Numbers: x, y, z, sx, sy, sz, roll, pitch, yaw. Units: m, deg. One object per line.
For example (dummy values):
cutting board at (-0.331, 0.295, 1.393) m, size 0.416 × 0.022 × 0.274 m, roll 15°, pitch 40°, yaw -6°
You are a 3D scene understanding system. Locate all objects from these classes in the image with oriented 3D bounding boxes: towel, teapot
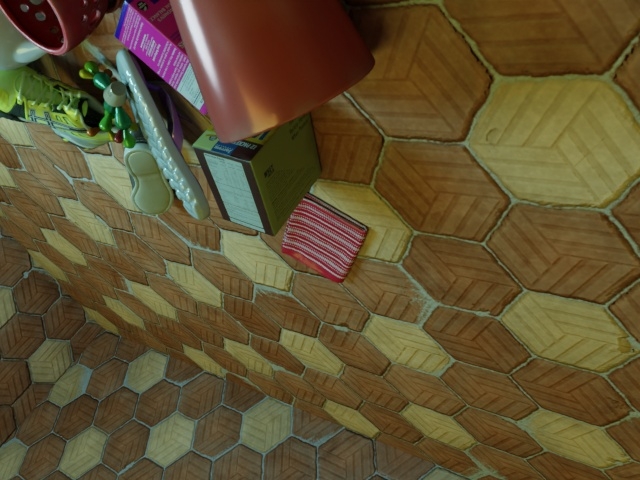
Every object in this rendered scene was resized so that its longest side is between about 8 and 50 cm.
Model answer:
towel at (0.000, 0.000, 1.384) m, size 0.198 × 0.031 × 0.275 m, roll 30°, pitch 149°, yaw 6°
teapot at (-0.681, -0.509, 1.179) m, size 0.187 × 0.253 × 0.256 m, roll -32°, pitch 139°, yaw 19°

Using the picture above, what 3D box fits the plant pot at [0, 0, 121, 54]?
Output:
plant pot at (-0.491, -0.477, 1.045) m, size 0.191 × 0.174 × 0.191 m, roll 24°, pitch 148°, yaw 16°

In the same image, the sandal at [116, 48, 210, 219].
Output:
sandal at (-0.349, -0.248, 1.303) m, size 0.169 × 0.102 × 0.417 m, roll 17°, pitch 133°, yaw 60°

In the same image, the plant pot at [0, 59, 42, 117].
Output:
plant pot at (-0.888, -0.427, 1.409) m, size 0.280 × 0.323 × 0.323 m, roll 8°, pitch 143°, yaw 11°

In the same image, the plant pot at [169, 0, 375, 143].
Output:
plant pot at (-0.087, -0.316, 0.826) m, size 0.274 × 0.275 × 0.243 m, roll -4°, pitch 121°, yaw 46°

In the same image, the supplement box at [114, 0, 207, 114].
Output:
supplement box at (-0.254, -0.363, 1.039) m, size 0.220 × 0.111 × 0.114 m, roll 41°, pitch 148°, yaw -13°

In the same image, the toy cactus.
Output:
toy cactus at (-0.485, -0.320, 1.271) m, size 0.180 × 0.112 × 0.219 m, roll -13°, pitch 94°, yaw 62°

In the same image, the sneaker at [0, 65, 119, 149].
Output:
sneaker at (-0.651, -0.345, 1.346) m, size 0.147 × 0.145 × 0.384 m, roll -6°, pitch 166°, yaw 32°

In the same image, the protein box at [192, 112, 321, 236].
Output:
protein box at (-0.116, -0.159, 1.104) m, size 0.135 × 0.200 × 0.201 m, roll 18°, pitch 146°, yaw 25°

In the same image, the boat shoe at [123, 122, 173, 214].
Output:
boat shoe at (-0.469, -0.183, 1.513) m, size 0.116 × 0.097 × 0.324 m, roll -7°, pitch 153°, yaw -10°
